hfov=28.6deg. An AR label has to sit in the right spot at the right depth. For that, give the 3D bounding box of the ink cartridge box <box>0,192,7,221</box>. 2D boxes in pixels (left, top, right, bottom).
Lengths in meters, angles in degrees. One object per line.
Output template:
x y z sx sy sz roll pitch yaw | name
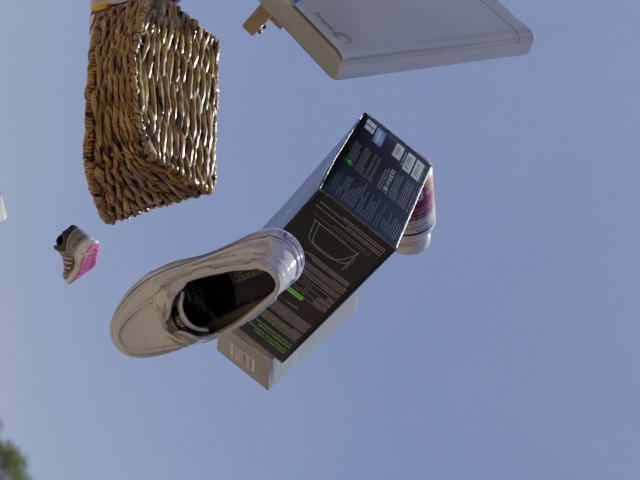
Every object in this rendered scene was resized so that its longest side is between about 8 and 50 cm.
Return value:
-0.553 -0.109 1.832 0.148 0.085 0.203 -31 108 -69 | ink cartridge box

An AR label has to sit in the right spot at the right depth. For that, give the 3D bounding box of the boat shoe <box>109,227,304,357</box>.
-0.138 0.074 1.392 0.267 0.088 0.096 -21 -74 25 | boat shoe

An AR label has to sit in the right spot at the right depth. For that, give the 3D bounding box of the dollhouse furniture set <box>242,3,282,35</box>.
-0.013 -0.378 2.026 0.123 0.151 0.144 43 -46 -7 | dollhouse furniture set

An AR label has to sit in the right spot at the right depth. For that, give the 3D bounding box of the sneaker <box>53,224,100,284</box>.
-0.455 0.022 2.312 0.075 0.063 0.170 47 -29 6 | sneaker

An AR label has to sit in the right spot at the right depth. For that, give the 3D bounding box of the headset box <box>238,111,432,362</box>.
0.000 0.000 1.751 0.283 0.131 0.246 -47 -172 34 | headset box

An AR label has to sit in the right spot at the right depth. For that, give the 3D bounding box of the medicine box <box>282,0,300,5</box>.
0.053 -0.337 0.958 0.149 0.263 0.289 49 22 -10 | medicine box

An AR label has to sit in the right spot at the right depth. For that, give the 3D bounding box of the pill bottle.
0.130 -0.054 1.900 0.086 0.086 0.152 -123 -162 -45 | pill bottle

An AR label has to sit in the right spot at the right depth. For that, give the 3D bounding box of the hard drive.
0.107 -0.328 1.810 0.233 0.353 0.047 50 -42 34 | hard drive

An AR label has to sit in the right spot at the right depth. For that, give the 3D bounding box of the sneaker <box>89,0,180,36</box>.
-0.297 -0.361 2.034 0.185 0.069 0.084 -8 -104 35 | sneaker

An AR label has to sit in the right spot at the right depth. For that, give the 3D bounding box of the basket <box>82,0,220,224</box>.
-0.301 -0.204 1.922 0.223 0.213 0.299 -14 -117 30 | basket

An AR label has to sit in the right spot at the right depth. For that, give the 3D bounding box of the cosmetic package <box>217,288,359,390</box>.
-0.053 0.126 2.130 0.127 0.238 0.107 34 -33 21 | cosmetic package
